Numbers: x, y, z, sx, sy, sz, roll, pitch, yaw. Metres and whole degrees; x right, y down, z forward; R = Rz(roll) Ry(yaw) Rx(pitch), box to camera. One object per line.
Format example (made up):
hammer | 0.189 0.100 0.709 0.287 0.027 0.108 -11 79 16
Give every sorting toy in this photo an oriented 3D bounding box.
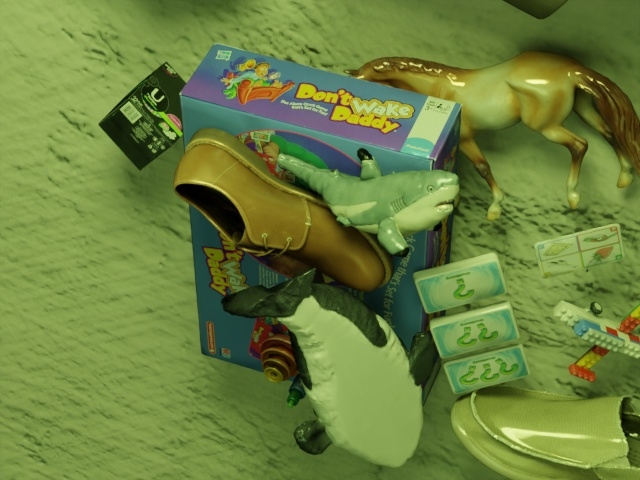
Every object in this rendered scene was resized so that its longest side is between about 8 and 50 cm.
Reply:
sorting toy | -0.016 0.132 1.552 0.102 0.042 0.061 24 139 5

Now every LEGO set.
LEGO set | 0.221 0.072 1.451 0.244 0.060 0.182 -14 136 7

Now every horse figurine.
horse figurine | 0.167 -0.102 1.410 0.263 0.066 0.174 -5 122 33

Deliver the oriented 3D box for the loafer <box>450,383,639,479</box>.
loafer | 0.258 0.187 1.541 0.268 0.102 0.092 18 126 2

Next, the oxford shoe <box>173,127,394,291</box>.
oxford shoe | -0.036 -0.008 1.397 0.212 0.076 0.076 31 137 -6

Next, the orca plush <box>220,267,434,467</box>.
orca plush | -0.001 0.103 1.464 0.151 0.102 0.287 -51 136 4

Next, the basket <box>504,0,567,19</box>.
basket | 0.122 -0.290 1.256 0.227 0.154 0.204 35 90 -9

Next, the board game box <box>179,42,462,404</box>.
board game box | 0.000 0.000 1.502 0.233 0.078 0.347 16 138 15

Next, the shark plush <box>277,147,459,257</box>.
shark plush | 0.042 -0.047 1.353 0.161 0.073 0.067 26 123 35

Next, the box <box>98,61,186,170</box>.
box | -0.158 -0.119 1.536 0.052 0.083 0.062 -34 102 35
